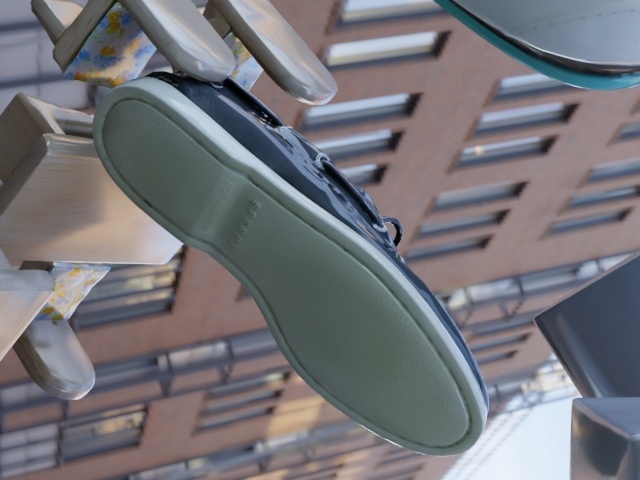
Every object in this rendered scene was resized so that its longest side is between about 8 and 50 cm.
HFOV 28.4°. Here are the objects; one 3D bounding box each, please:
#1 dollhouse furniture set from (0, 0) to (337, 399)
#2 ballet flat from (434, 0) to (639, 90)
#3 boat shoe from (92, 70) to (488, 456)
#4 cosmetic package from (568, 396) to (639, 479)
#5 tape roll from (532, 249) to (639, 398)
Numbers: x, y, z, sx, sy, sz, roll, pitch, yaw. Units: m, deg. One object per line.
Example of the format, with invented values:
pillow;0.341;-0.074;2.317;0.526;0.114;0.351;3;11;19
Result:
dollhouse furniture set;-0.196;-0.003;0.904;0.362;0.394;0.256;-48;-116;23
ballet flat;-0.003;-0.204;0.509;0.400;0.139;0.139;34;-42;27
boat shoe;-0.002;0.002;0.882;0.340;0.113;0.127;39;-51;6
cosmetic package;0.151;0.164;0.398;0.224;0.138;0.225;33;58;-81
tape roll;0.219;0.012;0.640;0.072;0.219;0.219;59;-23;8
